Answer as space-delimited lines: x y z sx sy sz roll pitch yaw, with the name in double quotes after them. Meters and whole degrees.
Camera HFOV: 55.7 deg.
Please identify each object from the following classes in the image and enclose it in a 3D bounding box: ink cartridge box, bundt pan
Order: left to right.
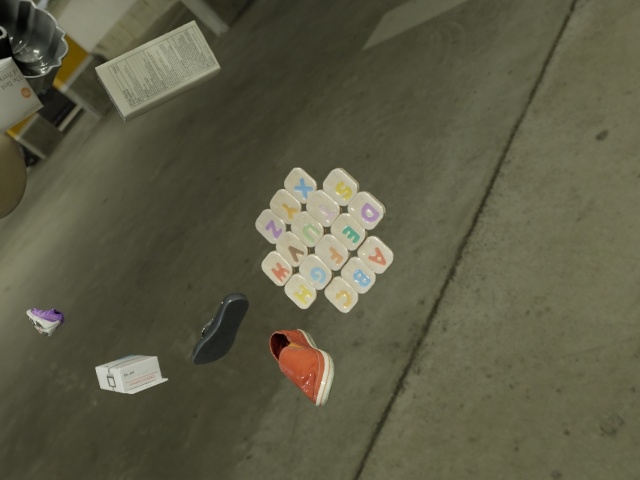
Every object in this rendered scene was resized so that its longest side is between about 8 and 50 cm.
-0.798 -0.465 1.480 0.124 0.331 0.331 -52 18 47 "bundt pan"
-0.468 0.329 1.501 0.104 0.060 0.180 -15 4 -43 "ink cartridge box"

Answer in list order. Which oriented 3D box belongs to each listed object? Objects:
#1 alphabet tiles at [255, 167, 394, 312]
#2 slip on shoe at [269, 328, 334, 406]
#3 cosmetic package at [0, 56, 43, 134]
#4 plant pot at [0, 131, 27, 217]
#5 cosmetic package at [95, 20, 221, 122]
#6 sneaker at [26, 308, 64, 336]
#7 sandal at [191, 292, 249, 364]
0.000 0.000 1.219 0.284 0.278 0.021 -51 -14 23 "alphabet tiles"
-0.048 0.298 1.449 0.331 0.101 0.123 -143 64 -67 "slip on shoe"
-0.580 -0.200 0.987 0.060 0.099 0.239 3 41 34 "cosmetic package"
-0.767 -0.112 1.203 0.256 0.256 0.274 -44 17 10 "plant pot"
-0.442 -0.459 1.659 0.296 0.153 0.129 -30 11 -14 "cosmetic package"
-0.736 0.214 1.635 0.170 0.068 0.071 9 36 47 "sneaker"
-0.269 0.237 1.634 0.254 0.097 0.054 -56 44 20 "sandal"
